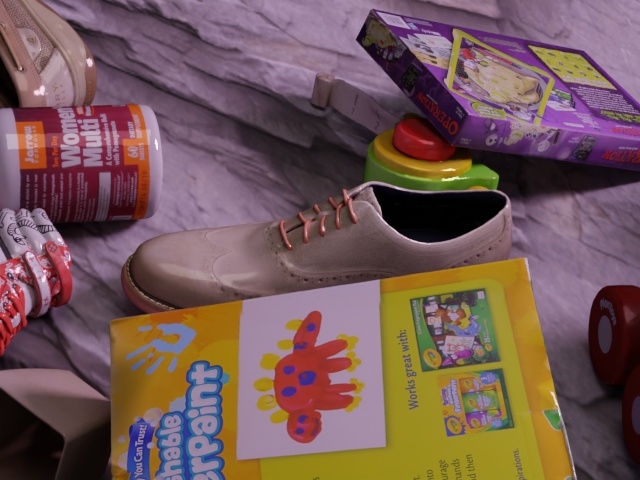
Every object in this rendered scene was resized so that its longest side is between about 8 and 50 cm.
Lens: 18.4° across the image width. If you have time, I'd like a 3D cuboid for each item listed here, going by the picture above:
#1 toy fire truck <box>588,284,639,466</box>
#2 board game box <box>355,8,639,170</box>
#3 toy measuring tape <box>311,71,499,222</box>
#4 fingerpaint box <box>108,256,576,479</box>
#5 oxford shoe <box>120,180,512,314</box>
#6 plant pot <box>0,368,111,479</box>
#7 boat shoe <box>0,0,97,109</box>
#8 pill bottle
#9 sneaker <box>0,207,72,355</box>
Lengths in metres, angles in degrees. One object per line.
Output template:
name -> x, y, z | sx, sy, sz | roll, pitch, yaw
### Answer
toy fire truck -> 0.380, 0.068, 1.869 | 0.169, 0.254, 0.302 | 0, 34, -11
board game box -> 0.225, -0.163, 2.202 | 0.347, 0.056, 0.208 | 6, 29, -40
toy measuring tape -> 0.064, -0.098, 2.137 | 0.121, 0.121, 0.330 | -20, 39, -32
fingerpaint box -> 0.024, 0.245, 1.582 | 0.371, 0.163, 0.445 | -9, 43, 1
oxford shoe -> 0.000, 0.000, 1.963 | 0.397, 0.146, 0.140 | -4, 44, -16
plant pot -> -0.239, 0.173, 1.741 | 0.109, 0.109, 0.096 | 33, 32, 26
boat shoe -> -0.389, -0.253, 2.212 | 0.110, 0.121, 0.341 | -23, 51, -35
pill bottle -> -0.280, -0.077, 2.019 | 0.221, 0.121, 0.121 | -3, 41, -16
sneaker -> -0.304, 0.059, 1.872 | 0.145, 0.090, 0.270 | -3, 38, -12
